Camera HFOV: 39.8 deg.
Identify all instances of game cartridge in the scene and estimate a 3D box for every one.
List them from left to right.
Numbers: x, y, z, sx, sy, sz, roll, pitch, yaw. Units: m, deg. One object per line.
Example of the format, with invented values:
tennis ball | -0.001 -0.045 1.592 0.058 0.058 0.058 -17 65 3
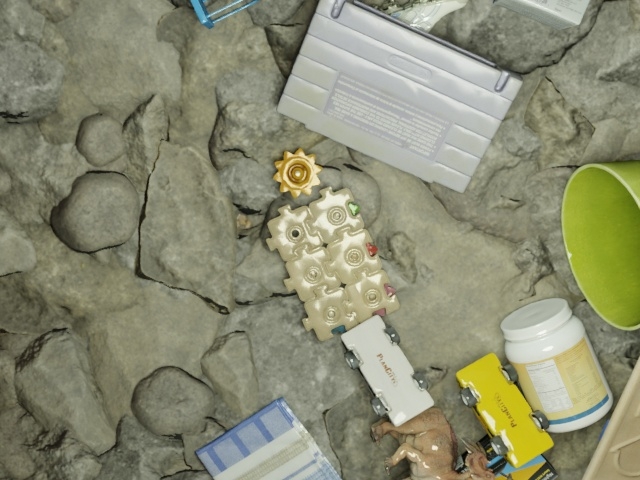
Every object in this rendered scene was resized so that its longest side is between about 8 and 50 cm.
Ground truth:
game cartridge | 0.126 -0.243 1.477 0.355 0.068 0.230 24 122 -3

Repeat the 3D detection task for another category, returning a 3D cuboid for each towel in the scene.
towel | -0.072 0.453 1.656 0.209 0.034 0.285 -35 96 10

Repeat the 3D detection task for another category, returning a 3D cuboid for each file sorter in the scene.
file sorter | -0.181 -0.450 1.447 0.104 0.118 0.170 -25 99 3

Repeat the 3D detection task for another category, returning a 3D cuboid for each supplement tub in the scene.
supplement tub | 0.407 0.215 1.537 0.144 0.144 0.200 -24 99 6

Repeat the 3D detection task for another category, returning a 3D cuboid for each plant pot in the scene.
plant pot | 0.595 -0.023 1.450 0.293 0.275 0.275 -14 100 -12

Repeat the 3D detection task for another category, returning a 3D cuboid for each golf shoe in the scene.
golf shoe | 0.167 -0.370 1.486 0.176 0.069 0.086 -13 117 10

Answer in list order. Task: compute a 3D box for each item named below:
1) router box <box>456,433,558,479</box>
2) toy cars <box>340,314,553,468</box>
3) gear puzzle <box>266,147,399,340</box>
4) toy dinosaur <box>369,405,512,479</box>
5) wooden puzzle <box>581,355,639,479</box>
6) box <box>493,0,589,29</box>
router box | 0.325 0.432 1.630 0.179 0.046 0.133 -41 96 8
toy cars | 0.211 0.265 1.532 0.393 0.087 0.177 18 68 8
gear puzzle | 0.000 0.000 1.564 0.175 0.044 0.339 -24 99 2
toy dinosaur | 0.202 0.363 1.569 0.200 0.127 0.296 -18 57 -4
wooden puzzle | 0.624 0.302 1.530 0.322 0.080 0.348 7 110 -21
box | 0.359 -0.398 1.427 0.126 0.137 0.072 22 99 -2
